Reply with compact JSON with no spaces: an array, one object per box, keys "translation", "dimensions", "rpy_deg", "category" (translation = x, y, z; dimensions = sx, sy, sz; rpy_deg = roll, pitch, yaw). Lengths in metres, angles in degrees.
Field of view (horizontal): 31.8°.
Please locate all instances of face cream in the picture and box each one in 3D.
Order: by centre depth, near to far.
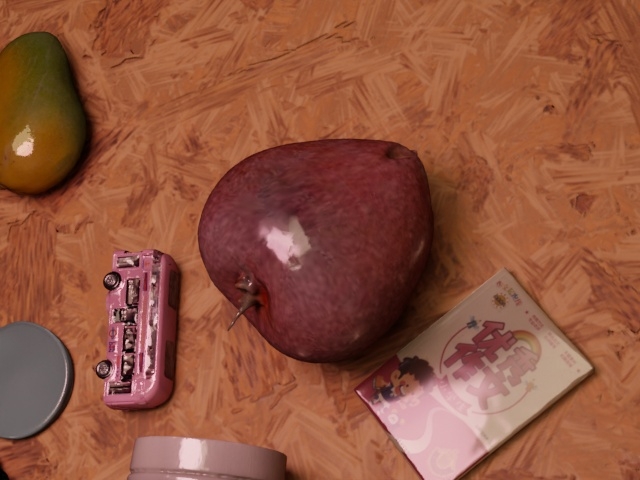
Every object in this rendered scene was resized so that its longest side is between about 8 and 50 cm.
[{"translation":[-0.130,0.305,1.245],"dimensions":[0.177,0.177,0.153],"rpy_deg":[-1,72,18],"category":"face cream"}]

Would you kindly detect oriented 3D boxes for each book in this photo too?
[{"translation":[0.172,0.161,1.286],"dimensions":[0.232,0.022,0.162],"rpy_deg":[-39,64,2],"category":"book"}]

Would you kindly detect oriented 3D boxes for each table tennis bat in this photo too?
[{"translation":[-0.423,0.157,1.476],"dimensions":[0.237,0.038,0.149],"rpy_deg":[39,87,22],"category":"table tennis bat"}]

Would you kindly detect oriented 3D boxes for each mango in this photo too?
[{"translation":[-0.404,-0.180,1.549],"dimensions":[0.156,0.114,0.251],"rpy_deg":[-21,66,18],"category":"mango"}]

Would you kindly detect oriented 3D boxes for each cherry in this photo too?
[{"translation":[0.000,0.000,1.298],"dimensions":[0.307,0.221,0.261],"rpy_deg":[-42,71,-15],"category":"cherry"}]

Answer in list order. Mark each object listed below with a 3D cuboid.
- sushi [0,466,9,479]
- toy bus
[{"translation":[-0.453,0.314,1.377],"dimensions":[0.127,0.124,0.225],"rpy_deg":[-38,58,1],"category":"sushi"},{"translation":[-0.228,0.111,1.414],"dimensions":[0.090,0.063,0.203],"rpy_deg":[-5,71,13],"category":"toy bus"}]
